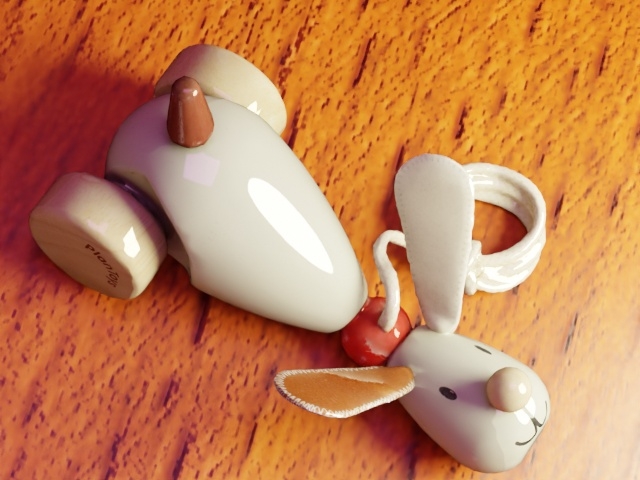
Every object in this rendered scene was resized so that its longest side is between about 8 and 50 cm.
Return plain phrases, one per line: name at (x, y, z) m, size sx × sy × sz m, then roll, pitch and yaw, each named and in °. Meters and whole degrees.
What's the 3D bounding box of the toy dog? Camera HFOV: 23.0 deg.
toy dog at (0.000, 0.000, 0.921) m, size 0.334 × 0.161 × 0.220 m, roll 16°, pitch 69°, yaw -7°
